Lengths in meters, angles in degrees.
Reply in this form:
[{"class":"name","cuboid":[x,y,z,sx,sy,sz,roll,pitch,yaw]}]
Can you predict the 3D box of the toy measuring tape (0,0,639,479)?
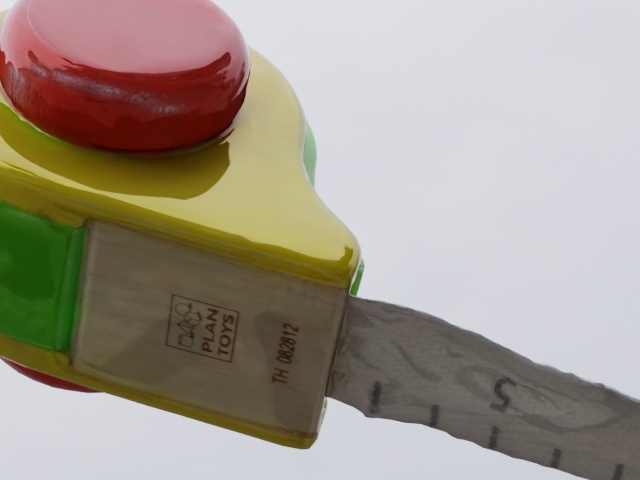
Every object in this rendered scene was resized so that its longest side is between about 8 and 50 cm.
[{"class":"toy measuring tape","cuboid":[0.000,0.000,0.535,0.330,0.121,0.121,16,-31,4]}]
